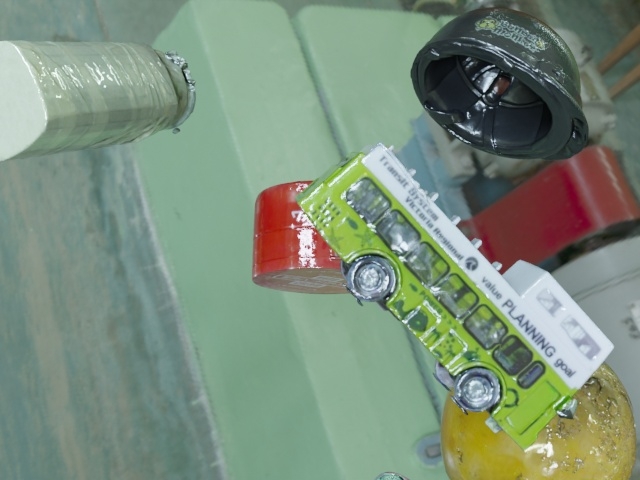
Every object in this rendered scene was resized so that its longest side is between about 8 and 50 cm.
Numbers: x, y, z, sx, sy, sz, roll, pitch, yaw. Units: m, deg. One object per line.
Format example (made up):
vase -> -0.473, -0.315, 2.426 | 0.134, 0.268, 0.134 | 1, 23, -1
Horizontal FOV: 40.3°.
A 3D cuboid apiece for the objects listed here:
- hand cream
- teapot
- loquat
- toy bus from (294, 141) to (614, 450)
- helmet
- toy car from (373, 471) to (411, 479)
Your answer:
hand cream -> 0.000, 0.000, 1.201 | 0.193, 0.193, 0.125 | 6, 75, -27
teapot -> -0.186, -0.102, 0.674 | 0.077, 0.107, 0.200 | 63, 27, 1
loquat -> 0.259, 0.228, 1.047 | 0.235, 0.235, 0.235 | 14, 57, -23
toy bus -> 0.116, 0.039, 0.794 | 0.139, 0.113, 0.301 | -44, 97, 1
helmet -> 0.283, -0.245, 1.296 | 0.279, 0.230, 0.160 | 22, 64, 16
toy car -> 0.114, 0.286, 0.904 | 0.055, 0.142, 0.069 | -23, 121, -57
